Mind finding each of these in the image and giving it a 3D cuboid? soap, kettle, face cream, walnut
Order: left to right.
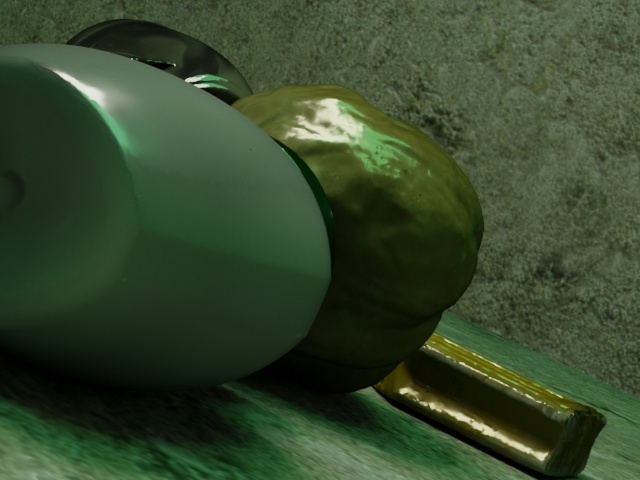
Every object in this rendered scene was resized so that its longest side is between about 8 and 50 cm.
[{"bbox_3d":[-0.140,-0.014,1.006,0.313,0.219,0.357,24,2,21],"label":"face cream"},{"bbox_3d":[-0.159,-0.105,1.647,0.321,0.228,0.324,52,-12,-26],"label":"kettle"},{"bbox_3d":[-0.001,0.002,1.299,0.277,0.282,0.253,31,16,-11],"label":"walnut"},{"bbox_3d":[0.161,0.162,1.484,0.258,0.080,0.160,24,2,27],"label":"soap"}]
